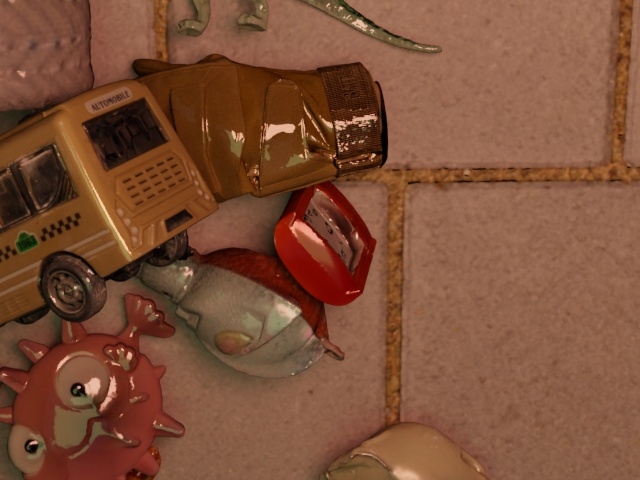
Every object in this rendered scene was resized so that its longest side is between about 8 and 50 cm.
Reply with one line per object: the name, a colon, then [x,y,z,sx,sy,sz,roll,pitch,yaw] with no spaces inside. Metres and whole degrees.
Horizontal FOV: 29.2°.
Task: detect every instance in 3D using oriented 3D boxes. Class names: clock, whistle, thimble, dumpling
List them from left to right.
thimble: [-0.347,-0.210,1.211,0.246,0.217,0.157,-6,109,-18]
whistle: [-0.125,0.042,1.320,0.346,0.142,0.133,30,93,4]
clock: [0.000,0.000,1.295,0.061,0.155,0.113,-36,102,17]
dumpling: [0.094,0.283,1.398,0.181,0.111,0.155,39,131,-3]

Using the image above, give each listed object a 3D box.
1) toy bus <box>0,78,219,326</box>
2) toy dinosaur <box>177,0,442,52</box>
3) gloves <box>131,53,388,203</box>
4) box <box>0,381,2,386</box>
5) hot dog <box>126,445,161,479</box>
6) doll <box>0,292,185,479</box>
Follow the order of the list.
toy bus: [-0.297,-0.010,1.215,0.365,0.177,0.201,-22,98,31]
toy dinosaur: [-0.069,-0.243,1.269,0.383,0.076,0.129,32,78,-15]
gloves: [-0.098,-0.116,1.269,0.331,0.141,0.154,-4,105,0]
box: [-0.535,0.158,1.303,0.343,0.200,0.065,24,127,-7]
hot dog: [-0.233,0.291,1.422,0.062,0.038,0.144,35,101,-8]
doll: [-0.253,0.181,1.363,0.211,0.093,0.262,37,88,-9]
